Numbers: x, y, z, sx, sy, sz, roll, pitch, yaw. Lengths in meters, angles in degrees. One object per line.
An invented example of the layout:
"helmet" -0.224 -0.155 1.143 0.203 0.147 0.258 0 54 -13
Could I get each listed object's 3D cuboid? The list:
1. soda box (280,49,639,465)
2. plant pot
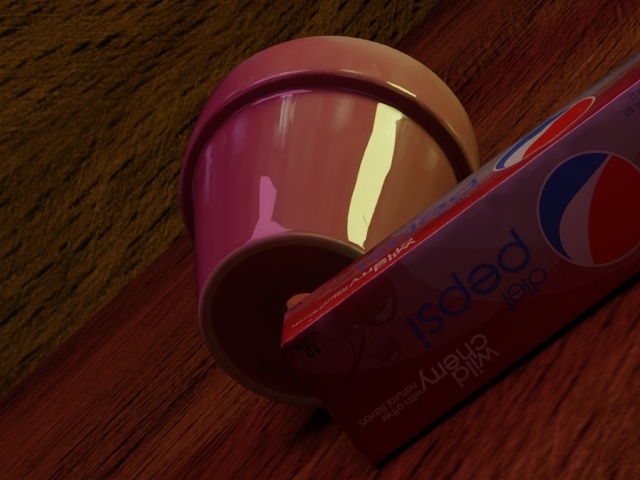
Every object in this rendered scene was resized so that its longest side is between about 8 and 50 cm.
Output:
"soda box" 0.106 0.003 0.876 0.263 0.083 0.092 -37 7 5
"plant pot" 0.000 0.000 1.040 0.201 0.201 0.180 -33 24 26
